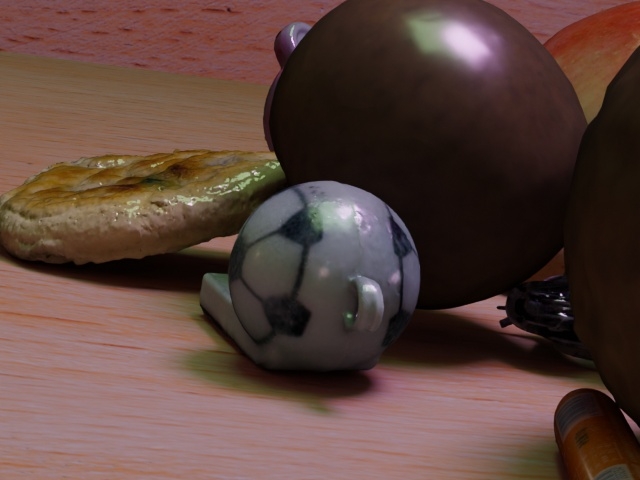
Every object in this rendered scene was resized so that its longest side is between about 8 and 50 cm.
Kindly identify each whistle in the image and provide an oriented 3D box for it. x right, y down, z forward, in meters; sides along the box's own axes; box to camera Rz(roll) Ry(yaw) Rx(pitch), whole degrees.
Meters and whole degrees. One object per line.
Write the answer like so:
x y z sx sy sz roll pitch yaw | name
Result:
-0.009 0.022 1.400 0.163 0.163 0.289 4 11 -21 | whistle

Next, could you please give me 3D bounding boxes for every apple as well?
0.368 -0.116 1.931 0.277 0.319 0.319 -28 10 4 | apple

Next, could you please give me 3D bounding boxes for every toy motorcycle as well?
0.284 0.071 1.561 0.263 0.091 0.157 8 2 -10 | toy motorcycle

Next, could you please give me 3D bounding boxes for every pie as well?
-0.162 -0.042 1.716 0.337 0.075 0.337 -7 11 1 | pie

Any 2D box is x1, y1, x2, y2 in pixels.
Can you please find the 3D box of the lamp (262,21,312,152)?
0.050 -0.151 2.334 0.301 0.247 0.247 8 -23 -41 | lamp

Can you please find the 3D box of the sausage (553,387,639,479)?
0.187 0.154 1.110 0.053 0.053 0.348 8 10 -1 | sausage

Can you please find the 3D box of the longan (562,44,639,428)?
0.358 0.000 1.174 0.391 0.391 0.391 8 10 -1 | longan

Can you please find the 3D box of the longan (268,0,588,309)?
0.093 -0.085 1.546 0.297 0.297 0.297 8 10 -1 | longan

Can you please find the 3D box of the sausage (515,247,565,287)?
0.120 -0.037 1.924 0.501 0.123 0.136 19 -12 47 | sausage
